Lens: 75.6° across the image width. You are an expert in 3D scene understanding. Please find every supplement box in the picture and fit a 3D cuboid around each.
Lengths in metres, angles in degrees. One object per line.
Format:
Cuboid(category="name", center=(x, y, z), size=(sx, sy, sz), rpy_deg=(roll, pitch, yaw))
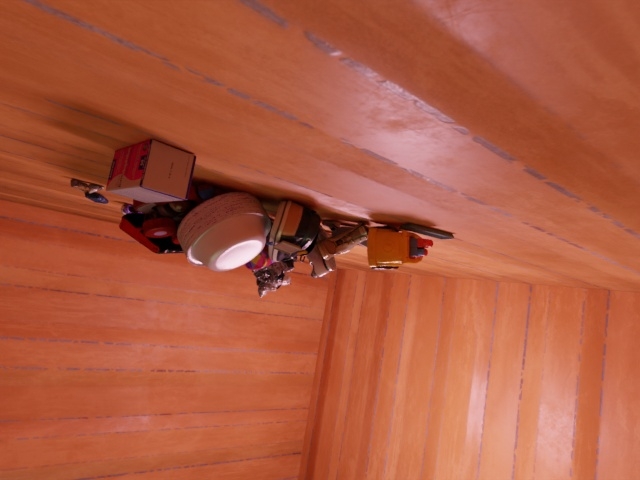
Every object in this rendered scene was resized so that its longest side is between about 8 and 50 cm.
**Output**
Cuboid(category="supplement box", center=(-0.411, -0.159, 0.993), size=(0.220, 0.111, 0.114), rpy_deg=(1, 169, 45))

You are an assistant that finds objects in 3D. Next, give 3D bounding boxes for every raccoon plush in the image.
Cuboid(category="raccoon plush", center=(-0.308, 0.067, 1.927), size=(0.446, 0.216, 0.299), rpy_deg=(43, 138, -7))

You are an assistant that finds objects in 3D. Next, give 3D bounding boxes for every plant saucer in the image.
Cuboid(category="plant saucer", center=(0.362, -0.031, 1.403), size=(0.192, 0.018, 0.067), rpy_deg=(12, 172, -25))

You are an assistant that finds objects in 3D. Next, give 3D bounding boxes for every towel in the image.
Cuboid(category="towel", center=(-0.983, -0.188, 1.818), size=(0.067, 0.029, 0.119), rpy_deg=(10, 172, -9))

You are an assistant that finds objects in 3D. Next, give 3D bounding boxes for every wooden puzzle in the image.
Cuboid(category="wooden puzzle", center=(-0.105, 0.021, 1.297), size=(0.116, 0.014, 0.079), rpy_deg=(24, 152, -31))

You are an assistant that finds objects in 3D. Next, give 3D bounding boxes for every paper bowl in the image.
Cuboid(category="paper bowl", center=(-0.288, -0.010, 1.298), size=(0.284, 0.148, 0.284), rpy_deg=(-28, 161, -11))

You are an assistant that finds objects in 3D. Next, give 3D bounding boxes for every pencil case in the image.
Cuboid(category="pencil case", center=(-0.228, 0.055, 1.658), size=(0.105, 0.104, 0.236), rpy_deg=(7, -173, 15))

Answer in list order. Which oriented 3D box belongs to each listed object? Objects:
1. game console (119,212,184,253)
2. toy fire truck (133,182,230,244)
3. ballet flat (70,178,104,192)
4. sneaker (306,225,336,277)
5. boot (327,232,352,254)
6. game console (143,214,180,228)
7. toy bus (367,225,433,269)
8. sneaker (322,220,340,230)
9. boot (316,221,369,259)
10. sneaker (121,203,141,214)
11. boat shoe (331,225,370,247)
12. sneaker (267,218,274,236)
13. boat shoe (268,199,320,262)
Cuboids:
Cuboid(category="game console", center=(-0.519, -0.020, 1.570), size=(0.342, 0.060, 0.387), rpy_deg=(29, -161, 37))
Cuboid(category="toy fire truck", center=(-0.409, -0.112, 1.296), size=(0.254, 0.169, 0.302), rpy_deg=(-19, 164, 17))
Cuboid(category="ballet flat", center=(-0.880, -0.199, 1.558), size=(0.114, 0.041, 0.041), rpy_deg=(14, 172, -33))
Cuboid(category="sneaker", center=(-0.014, 0.028, 1.552), size=(0.095, 0.235, 0.090), rpy_deg=(-30, 137, 22))
Cuboid(category="boot", center=(0.000, 0.000, 1.777), size=(0.262, 0.095, 0.203), rpy_deg=(5, 171, 19))
Cuboid(category="game console", center=(-0.535, -0.106, 1.432), size=(0.085, 0.143, 0.124), rpy_deg=(8, 172, 3))
Cuboid(category="toy bus", center=(0.289, 0.026, 1.433), size=(0.212, 0.149, 0.220), rpy_deg=(-3, 174, 30))
Cuboid(category="sneaker", center=(0.037, -0.055, 1.546), size=(0.083, 0.036, 0.032), rpy_deg=(5, 173, 42))
Cuboid(category="boot", center=(0.086, -0.002, 1.448), size=(0.165, 0.077, 0.213), rpy_deg=(-27, 174, 19))
Cuboid(category="sneaker", center=(-0.870, -0.130, 1.993), size=(0.071, 0.068, 0.170), rpy_deg=(-5, 165, 41))
Cuboid(category="boat shoe", center=(0.156, -0.012, 1.598), size=(0.229, 0.080, 0.076), rpy_deg=(7, -171, -1))
Cuboid(category="sneaker", center=(-0.208, -0.041, 1.745), size=(0.086, 0.085, 0.237), rpy_deg=(-20, 161, 26))
Cuboid(category="boat shoe", center=(-0.091, -0.013, 1.475), size=(0.156, 0.186, 0.500), rpy_deg=(16, 167, -4))
